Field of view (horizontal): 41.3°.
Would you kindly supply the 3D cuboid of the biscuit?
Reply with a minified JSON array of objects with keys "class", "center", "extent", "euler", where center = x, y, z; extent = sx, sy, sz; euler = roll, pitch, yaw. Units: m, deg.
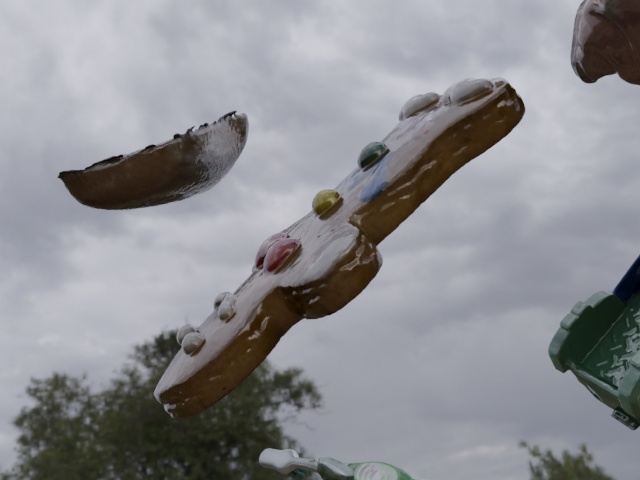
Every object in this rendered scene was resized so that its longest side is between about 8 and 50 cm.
[{"class":"biscuit","center":[0.000,0.000,0.385],"extent":[0.205,0.031,0.138],"euler":[-46,12,-5]}]

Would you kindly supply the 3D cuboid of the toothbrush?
[{"class":"toothbrush","center":[0.051,0.183,0.646],"extent":[0.030,0.030,0.304],"euler":[9,-11,-39]}]

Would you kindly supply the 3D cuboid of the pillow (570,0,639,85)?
[{"class":"pillow","center":[0.237,-0.176,0.391],"extent":[0.223,0.236,0.084],"euler":[4,22,17]}]

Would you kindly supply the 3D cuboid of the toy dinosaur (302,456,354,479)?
[{"class":"toy dinosaur","center":[-0.006,0.156,0.385],"extent":[0.187,0.106,0.044],"euler":[22,4,-45]}]

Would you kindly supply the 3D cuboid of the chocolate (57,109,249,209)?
[{"class":"chocolate","center":[-0.179,-0.086,1.025],"extent":[0.161,0.083,0.261],"euler":[-16,10,23]}]

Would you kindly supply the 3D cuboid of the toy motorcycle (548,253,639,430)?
[{"class":"toy motorcycle","center":[0.474,0.088,1.144],"extent":[0.200,0.191,0.326],"euler":[42,-94,-28]}]
